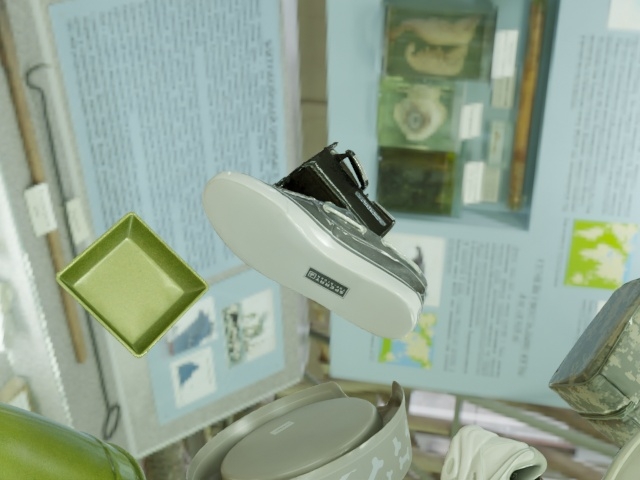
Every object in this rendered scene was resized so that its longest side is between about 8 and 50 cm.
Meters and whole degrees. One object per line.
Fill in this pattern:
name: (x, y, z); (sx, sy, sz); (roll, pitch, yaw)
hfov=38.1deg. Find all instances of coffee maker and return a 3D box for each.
coffee maker: (0.018, -0.049, 1.539); (0.171, 0.178, 0.120); (-39, 179, -28)

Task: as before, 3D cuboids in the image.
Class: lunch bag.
lunch bag: (0.631, 0.256, 1.785); (0.305, 0.256, 0.212); (-50, 179, -18)

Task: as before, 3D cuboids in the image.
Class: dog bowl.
dog bowl: (-0.022, 0.327, 1.389); (0.349, 0.349, 0.102); (-49, 120, -72)

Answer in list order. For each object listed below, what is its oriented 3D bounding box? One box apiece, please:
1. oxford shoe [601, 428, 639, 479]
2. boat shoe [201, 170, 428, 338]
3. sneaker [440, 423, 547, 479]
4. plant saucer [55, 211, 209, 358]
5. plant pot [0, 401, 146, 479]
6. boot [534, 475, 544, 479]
oxford shoe: (0.482, 0.243, 1.034); (0.169, 0.449, 0.130); (64, -22, 5)
boat shoe: (0.000, 0.000, 1.127); (0.108, 0.301, 0.102); (-57, -177, 41)
sneaker: (0.163, 0.298, 0.924); (0.090, 0.115, 0.232); (43, 58, -44)
plant saucer: (-0.311, 0.077, 1.525); (0.188, 0.188, 0.045); (-48, -176, -38)
plant pot: (-0.515, 0.400, 1.413); (0.353, 0.366, 0.366); (51, 41, -41)
boot: (0.378, 0.423, 1.532); (0.114, 0.037, 0.106); (30, 28, -48)
